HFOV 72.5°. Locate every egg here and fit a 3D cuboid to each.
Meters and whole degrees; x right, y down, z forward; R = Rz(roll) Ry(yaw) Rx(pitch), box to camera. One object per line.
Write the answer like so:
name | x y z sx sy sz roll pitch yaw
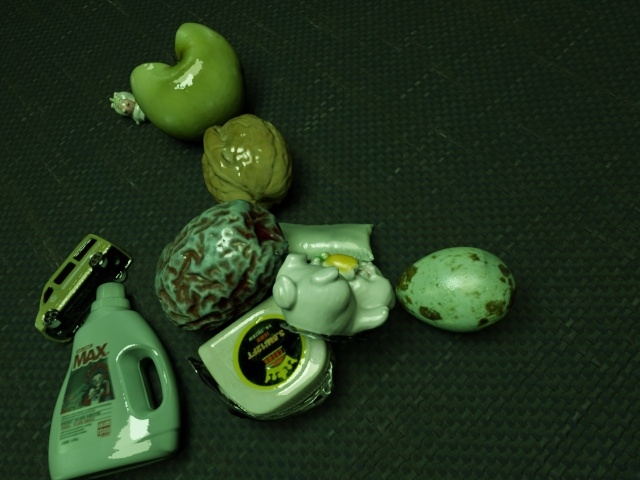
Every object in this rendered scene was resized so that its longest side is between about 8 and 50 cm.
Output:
egg | 0.265 0.098 0.872 0.231 0.169 0.169 -4 63 23

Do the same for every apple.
apple | -0.323 -0.394 1.164 0.295 0.258 0.233 -42 66 -7

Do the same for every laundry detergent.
laundry detergent | -0.435 0.278 0.943 0.264 0.125 0.398 -16 61 5

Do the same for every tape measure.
tape measure | -0.106 0.264 0.886 0.271 0.133 0.231 -33 56 -6

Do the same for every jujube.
jujube | -0.211 0.055 0.914 0.317 0.226 0.226 -35 59 29

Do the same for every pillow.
pillow | 0.001 0.000 1.010 0.254 0.078 0.144 0 28 11

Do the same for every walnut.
walnut | -0.182 -0.186 1.062 0.224 0.257 0.257 -45 61 24

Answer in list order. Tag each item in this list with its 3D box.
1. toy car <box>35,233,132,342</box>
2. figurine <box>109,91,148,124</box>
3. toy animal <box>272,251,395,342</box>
toy car | -0.585 0.112 1.059 0.124 0.101 0.257 23 69 25
figurine | -0.553 -0.382 1.299 0.146 0.081 0.098 31 37 21
toy animal | 0.038 0.103 0.845 0.208 0.325 0.154 17 90 16
